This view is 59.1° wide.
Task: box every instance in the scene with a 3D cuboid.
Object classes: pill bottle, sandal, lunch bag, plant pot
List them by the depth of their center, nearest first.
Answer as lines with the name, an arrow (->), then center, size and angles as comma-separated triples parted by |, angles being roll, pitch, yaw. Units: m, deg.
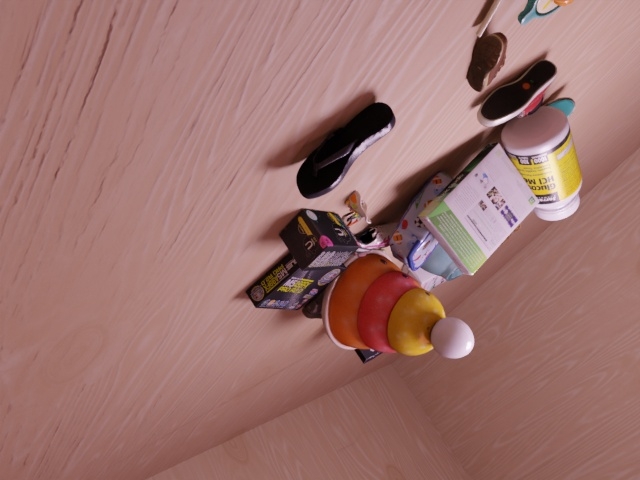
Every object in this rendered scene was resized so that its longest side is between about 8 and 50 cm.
sandal -> 0.040, -0.193, 1.155 | 0.254, 0.097, 0.054 | -46, 146, 0
pill bottle -> 0.679, -0.221, 1.709 | 0.187, 0.188, 0.334 | -35, 128, 1
lunch bag -> 0.341, -0.057, 1.755 | 0.303, 0.115, 0.243 | -51, 157, -6
plant pot -> 0.478, 0.025, 2.090 | 0.292, 0.196, 0.293 | -29, 157, -14

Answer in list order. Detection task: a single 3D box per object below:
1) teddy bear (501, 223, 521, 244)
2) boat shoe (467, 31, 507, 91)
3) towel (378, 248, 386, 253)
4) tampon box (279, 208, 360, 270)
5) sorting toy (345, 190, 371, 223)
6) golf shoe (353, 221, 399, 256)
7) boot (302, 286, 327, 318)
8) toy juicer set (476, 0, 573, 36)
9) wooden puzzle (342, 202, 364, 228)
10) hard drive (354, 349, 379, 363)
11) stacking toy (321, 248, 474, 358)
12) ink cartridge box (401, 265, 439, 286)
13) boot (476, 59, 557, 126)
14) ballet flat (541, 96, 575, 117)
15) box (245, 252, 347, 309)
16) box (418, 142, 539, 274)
teddy bear -> 0.804, -0.017, 2.637 | 0.338, 0.113, 0.245 | -38, 167, -15
boat shoe -> 0.375, -0.401, 1.246 | 0.060, 0.064, 0.178 | -37, 165, -10
towel -> 0.175, 0.086, 2.001 | 0.110, 0.027, 0.148 | -27, 158, -19
tampon box -> 0.000, 0.000, 1.437 | 0.101, 0.120, 0.161 | -45, 157, 24
sorting toy -> 0.107, -0.080, 1.492 | 0.044, 0.075, 0.083 | -37, 158, 4
golf shoe -> 0.180, -0.013, 1.746 | 0.186, 0.068, 0.086 | -27, 157, -21
boot -> 0.049, 0.189, 1.990 | 0.209, 0.076, 0.189 | -53, 155, 23
toy juicer set -> 0.470, -0.522, 1.091 | 0.328, 0.090, 0.209 | -30, 158, -12
wooden puzzle -> 0.091, -0.061, 1.591 | 0.078, 0.014, 0.116 | -28, 158, -17
hard drive -> 0.251, 0.327, 2.327 | 0.338, 0.237, 0.064 | -26, 157, -25
stacking toy -> 0.271, 0.244, 1.755 | 0.350, 0.479, 0.351 | -16, 115, -39
ink cartridge box -> 0.484, 0.110, 2.380 | 0.278, 0.117, 0.201 | -29, 158, -15
boot -> 0.516, -0.353, 1.518 | 0.244, 0.088, 0.176 | -36, 160, -8
ballet flat -> 0.684, -0.363, 1.773 | 0.241, 0.091, 0.077 | -41, -172, 26
box -> -0.064, 0.116, 1.667 | 0.216, 0.060, 0.270 | -40, 158, 14
box -> 0.463, -0.092, 1.639 | 0.322, 0.232, 0.058 | -44, -164, -14
